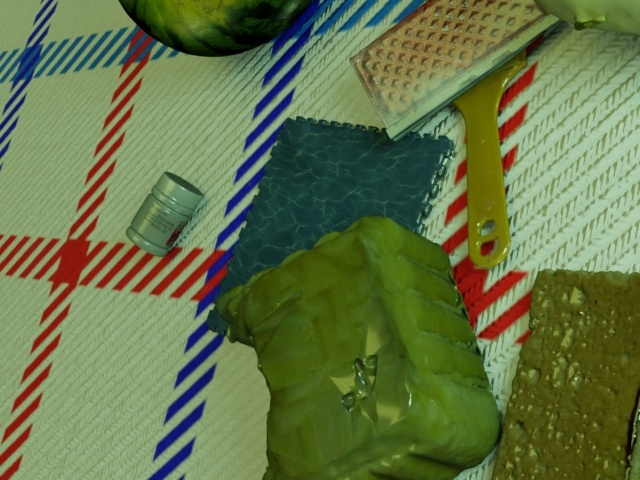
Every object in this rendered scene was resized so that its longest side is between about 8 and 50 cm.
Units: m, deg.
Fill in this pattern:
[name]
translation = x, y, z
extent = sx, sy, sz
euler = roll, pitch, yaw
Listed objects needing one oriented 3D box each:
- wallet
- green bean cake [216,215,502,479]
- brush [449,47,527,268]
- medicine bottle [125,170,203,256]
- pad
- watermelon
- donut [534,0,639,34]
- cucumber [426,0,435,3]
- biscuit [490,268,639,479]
[wallet]
translation = 0.125, -0.192, 0.987
extent = 0.196, 0.020, 0.103
euler = -35, 70, 22
[green bean cake]
translation = 0.017, 0.119, 0.903
extent = 0.233, 0.124, 0.236
euler = -32, 56, 25
[brush]
translation = 0.151, -0.097, 0.957
extent = 0.103, 0.013, 0.272
euler = -19, 57, 33
[medicine bottle]
translation = -0.190, -0.032, 1.243
extent = 0.091, 0.058, 0.058
euler = -56, 43, 9
[pad]
translation = 0.000, 0.000, 1.073
extent = 0.270, 0.012, 0.269
euler = 13, 81, 47
[watermelon]
translation = -0.120, -0.343, 1.181
extent = 0.269, 0.269, 0.269
euler = -21, 57, 37
[donut]
translation = 0.301, -0.301, 0.793
extent = 0.371, 0.150, 0.307
euler = -4, 75, 43
[cucumber]
translation = 0.175, -0.303, 1.007
extent = 0.187, 0.058, 0.058
euler = -52, 43, 17
[biscuit]
translation = 0.199, 0.134, 0.793
extent = 0.131, 0.025, 0.231
euler = 2, 74, 52
